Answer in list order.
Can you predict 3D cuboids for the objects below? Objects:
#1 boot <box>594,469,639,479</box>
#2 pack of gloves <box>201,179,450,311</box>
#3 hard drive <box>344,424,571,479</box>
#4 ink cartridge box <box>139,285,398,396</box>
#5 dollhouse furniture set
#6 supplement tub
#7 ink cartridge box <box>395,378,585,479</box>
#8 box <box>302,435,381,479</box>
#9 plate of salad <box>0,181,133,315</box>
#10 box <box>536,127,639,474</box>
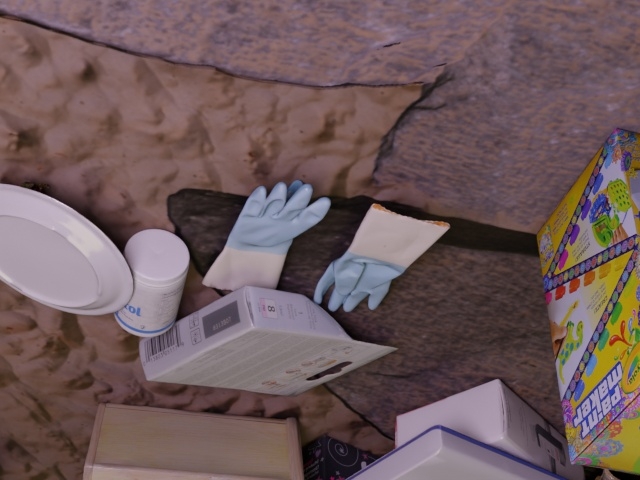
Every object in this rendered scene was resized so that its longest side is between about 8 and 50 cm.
[{"bbox_3d":[0.366,0.355,1.707,0.262,0.095,0.203,-6,141,5],"label":"boot"},{"bbox_3d":[0.000,0.000,1.327,0.195,0.046,0.232,13,149,-14],"label":"pack of gloves"},{"bbox_3d":[0.197,0.333,1.578,0.318,0.040,0.210,26,134,-29],"label":"hard drive"},{"bbox_3d":[-0.058,0.119,1.454,0.232,0.066,0.189,8,152,-46],"label":"ink cartridge box"},{"bbox_3d":[-0.173,0.422,1.600,0.256,0.362,0.394,6,110,-5],"label":"dollhouse furniture set"},{"bbox_3d":[-0.179,0.046,1.346,0.071,0.071,0.107,8,140,-10],"label":"supplement tub"},{"bbox_3d":[0.218,0.281,1.620,0.158,0.092,0.218,-24,133,27],"label":"ink cartridge box"},{"bbox_3d":[0.056,0.384,1.706,0.247,0.142,0.163,25,133,-29],"label":"box"},{"bbox_3d":[-0.279,0.006,1.307,0.199,0.048,0.200,16,143,13],"label":"plate of salad"},{"bbox_3d":[0.389,0.078,1.226,0.290,0.279,0.177,12,139,-15],"label":"box"}]
